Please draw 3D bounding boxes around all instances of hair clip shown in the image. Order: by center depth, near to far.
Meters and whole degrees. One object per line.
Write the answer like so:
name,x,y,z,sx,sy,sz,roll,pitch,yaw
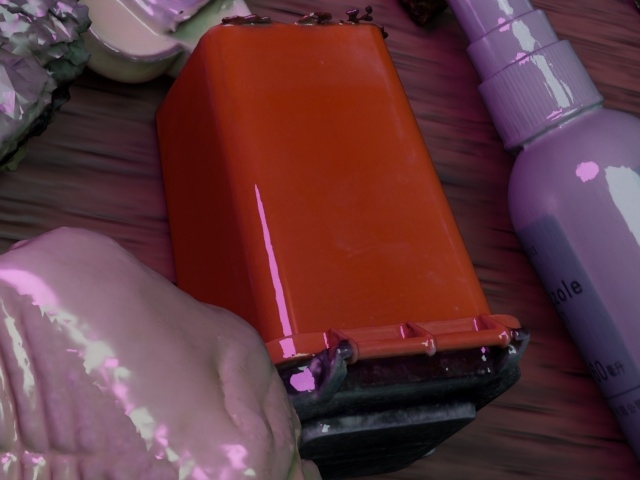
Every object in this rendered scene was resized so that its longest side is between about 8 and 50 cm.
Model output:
hair clip,-0.079,-0.176,1.003,0.159,0.071,0.218,42,55,0

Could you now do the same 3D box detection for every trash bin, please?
trash bin,0.000,0.000,0.923,0.161,0.184,0.239,-4,69,-26

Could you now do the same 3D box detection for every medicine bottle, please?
medicine bottle,0.178,-0.010,1.041,0.110,0.110,0.352,-26,85,-29

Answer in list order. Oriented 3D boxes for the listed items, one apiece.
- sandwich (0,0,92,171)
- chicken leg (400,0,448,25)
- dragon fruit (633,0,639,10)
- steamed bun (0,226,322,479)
sandwich,-0.266,-0.108,0.859,0.262,0.131,0.325,39,60,-7
chicken leg,0.182,-0.285,1.152,0.407,0.096,0.158,-34,107,-27
dragon fruit,0.350,-0.144,1.132,0.274,0.193,0.192,27,91,-14
steamed bun,-0.110,0.166,0.788,0.275,0.206,0.320,29,98,12
